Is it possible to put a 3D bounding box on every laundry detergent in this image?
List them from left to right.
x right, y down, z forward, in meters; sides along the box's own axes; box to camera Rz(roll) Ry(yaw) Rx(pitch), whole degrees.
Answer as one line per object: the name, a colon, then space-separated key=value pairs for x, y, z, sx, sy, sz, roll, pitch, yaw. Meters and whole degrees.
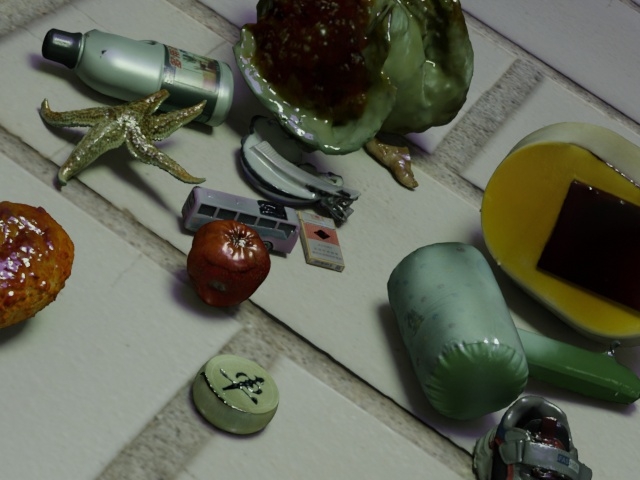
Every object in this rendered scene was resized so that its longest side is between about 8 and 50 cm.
laundry detergent: x=-0.217 y=-0.201 z=1.740 sx=0.226 sy=0.070 sz=0.099 roll=15 pitch=44 yaw=-21

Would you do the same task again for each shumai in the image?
shumai: x=-0.002 y=-0.238 z=1.847 sx=0.330 sy=0.292 sz=0.288 roll=31 pitch=57 yaw=30

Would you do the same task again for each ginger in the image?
ginger: x=0.099 y=-0.106 z=1.892 sx=0.048 sy=0.030 sz=0.097 roll=-17 pitch=56 yaw=-48

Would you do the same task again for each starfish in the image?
starfish: x=-0.209 y=-0.117 z=1.617 sx=0.217 sy=0.050 sz=0.223 roll=33 pitch=47 yaw=15

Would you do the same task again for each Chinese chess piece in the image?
Chinese chess piece: x=-0.079 y=0.144 z=1.396 sx=0.084 sy=0.034 sz=0.084 roll=22 pitch=32 yaw=-14

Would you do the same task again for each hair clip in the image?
hair clip: x=-0.032 y=-0.083 z=1.742 sx=0.172 sy=0.049 sz=0.116 roll=34 pitch=27 yaw=12

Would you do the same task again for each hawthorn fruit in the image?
hawthorn fruit: x=-0.096 y=0.026 z=1.503 sx=0.093 sy=0.093 sz=0.093 roll=21 pitch=33 yaw=-14

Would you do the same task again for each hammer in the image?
hammer: x=0.234 y=0.122 z=1.621 sx=0.335 sy=0.119 sz=0.206 roll=18 pitch=35 yaw=-29

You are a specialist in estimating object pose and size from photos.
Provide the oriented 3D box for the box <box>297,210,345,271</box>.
box: x=0.000 y=0.000 z=1.681 sx=0.046 sy=0.012 sz=0.083 roll=13 pitch=37 yaw=-22

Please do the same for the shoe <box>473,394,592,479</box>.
shoe: x=0.213 y=0.231 z=1.424 sx=0.099 sy=0.125 sz=0.227 roll=24 pitch=31 yaw=-13

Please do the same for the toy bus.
toy bus: x=-0.085 y=-0.023 z=1.609 sx=0.131 sy=0.052 sz=0.037 roll=13 pitch=34 yaw=-24

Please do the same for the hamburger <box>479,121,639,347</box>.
hamburger: x=0.329 y=-0.008 z=1.750 sx=0.295 sy=0.227 sz=0.151 roll=41 pitch=21 yaw=17

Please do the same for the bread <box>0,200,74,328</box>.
bread: x=-0.340 y=0.024 z=1.304 sx=0.269 sy=0.095 sz=0.139 roll=-4 pitch=38 yaw=-36
